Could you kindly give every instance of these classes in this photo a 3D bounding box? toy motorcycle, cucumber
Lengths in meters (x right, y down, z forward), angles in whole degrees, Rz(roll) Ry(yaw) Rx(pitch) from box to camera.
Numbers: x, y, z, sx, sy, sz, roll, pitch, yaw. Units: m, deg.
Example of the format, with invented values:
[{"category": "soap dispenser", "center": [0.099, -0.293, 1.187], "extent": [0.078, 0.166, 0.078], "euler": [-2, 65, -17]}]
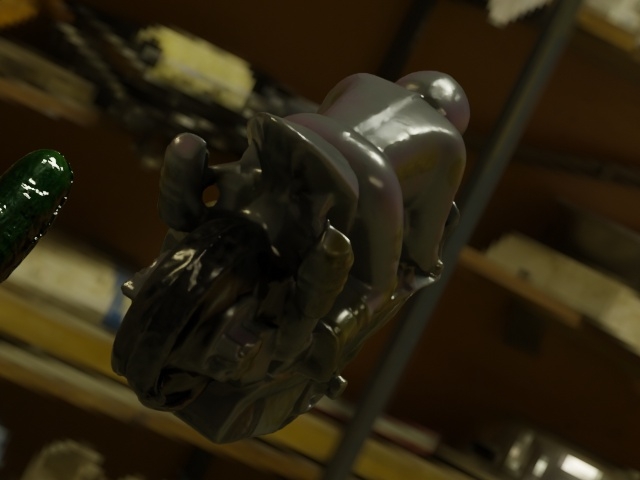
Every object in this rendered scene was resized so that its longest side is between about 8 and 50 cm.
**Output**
[{"category": "toy motorcycle", "center": [0.000, 0.000, 0.664], "extent": [0.073, 0.152, 0.225], "euler": [34, -1, 15]}, {"category": "cucumber", "center": [-0.147, 0.021, 0.713], "extent": [0.033, 0.184, 0.036], "euler": [11, -46, 30]}]
